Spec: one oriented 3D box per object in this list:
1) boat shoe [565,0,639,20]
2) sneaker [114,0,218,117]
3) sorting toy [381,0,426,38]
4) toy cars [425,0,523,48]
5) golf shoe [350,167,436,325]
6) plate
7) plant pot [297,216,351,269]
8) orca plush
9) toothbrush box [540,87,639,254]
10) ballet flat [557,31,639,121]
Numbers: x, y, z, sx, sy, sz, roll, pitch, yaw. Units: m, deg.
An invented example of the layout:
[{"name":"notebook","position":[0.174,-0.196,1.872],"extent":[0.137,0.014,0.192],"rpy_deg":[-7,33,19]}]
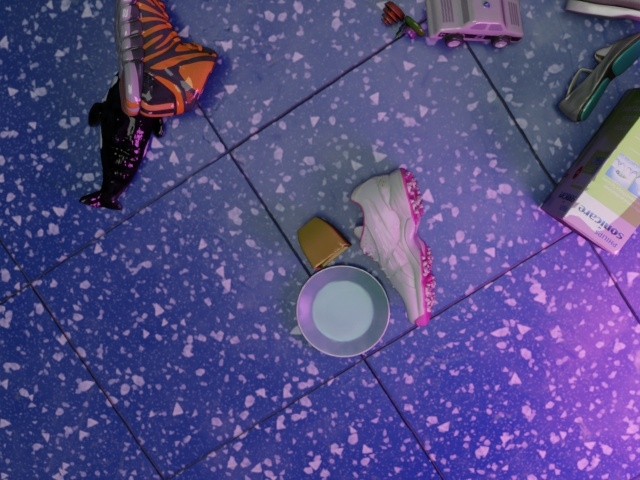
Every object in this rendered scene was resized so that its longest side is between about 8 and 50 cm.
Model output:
[{"name":"boat shoe","position":[0.607,-0.439,1.521],"extent":[0.305,0.109,0.091],"rpy_deg":[10,103,6]},{"name":"sneaker","position":[-0.295,-0.384,1.598],"extent":[0.180,0.124,0.321],"rpy_deg":[-2,80,-20]},{"name":"sorting toy","position":[0.152,-0.406,1.582],"extent":[0.042,0.061,0.102],"rpy_deg":[-47,69,9]},{"name":"toy cars","position":[0.211,-0.481,1.525],"extent":[0.393,0.087,0.176],"rpy_deg":[38,71,-2]},{"name":"golf shoe","position":[0.143,0.019,1.623],"extent":[0.140,0.115,0.306],"rpy_deg":[-10,90,16]},{"name":"plate","position":[0.045,0.141,1.678],"extent":[0.188,0.024,0.188],"rpy_deg":[1,97,5]},{"name":"plant pot","position":[0.000,0.000,1.637],"extent":[0.081,0.081,0.083],"rpy_deg":[-38,83,8]},{"name":"orca plush","position":[-0.405,-0.198,1.626],"extent":[0.151,0.102,0.287],"rpy_deg":[29,98,0]},{"name":"toothbrush box","position":[0.547,-0.131,1.516],"extent":[0.122,0.206,0.283],"rpy_deg":[34,99,-1]},{"name":"ballet flat","position":[0.525,-0.319,1.566],"extent":[0.068,0.072,0.213],"rpy_deg":[42,97,29]}]
